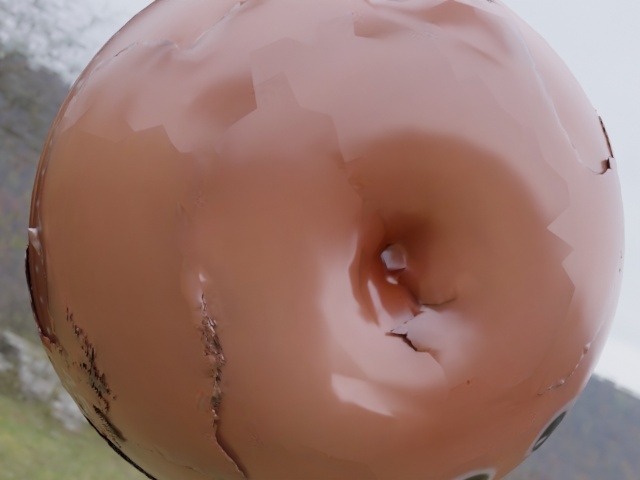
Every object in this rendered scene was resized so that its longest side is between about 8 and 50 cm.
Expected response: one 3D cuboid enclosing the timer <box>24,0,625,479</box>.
[{"bbox_3d":[0.000,0.000,0.570,0.230,0.229,0.215,28,-6,-16],"label":"timer"}]
